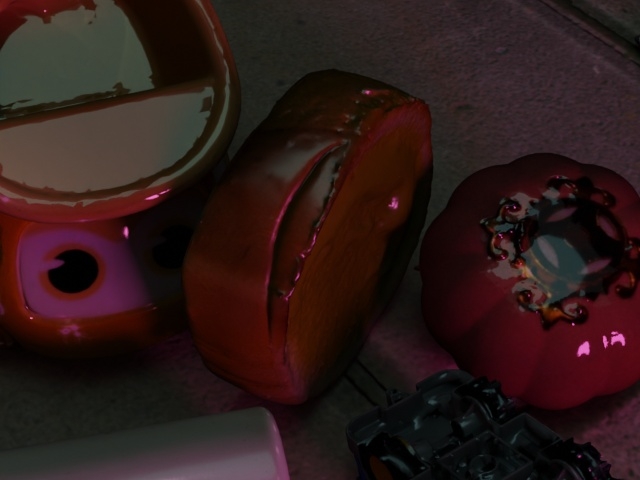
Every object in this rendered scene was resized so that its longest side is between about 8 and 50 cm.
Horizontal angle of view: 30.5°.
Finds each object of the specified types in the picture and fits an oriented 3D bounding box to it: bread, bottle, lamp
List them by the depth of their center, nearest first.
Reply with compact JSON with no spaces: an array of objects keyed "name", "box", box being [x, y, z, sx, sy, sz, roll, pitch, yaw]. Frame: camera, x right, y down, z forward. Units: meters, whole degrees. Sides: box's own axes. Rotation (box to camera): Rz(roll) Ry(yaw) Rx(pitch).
[{"name":"bottle","box":[-0.141,0.167,0.686,0.245,0.104,0.104,-8,47,-11]},{"name":"bread","box":[0.000,0.000,0.767,0.070,0.236,0.236,24,50,20]},{"name":"lamp","box":[0.155,0.030,0.813,0.182,0.140,0.182,1,64,-3]}]

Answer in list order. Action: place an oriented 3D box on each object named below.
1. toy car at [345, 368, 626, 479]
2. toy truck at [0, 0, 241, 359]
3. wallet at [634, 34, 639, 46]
[{"name":"toy car","box":[0.101,0.160,0.712,0.097,0.100,0.191,-26,32,-23]},{"name":"toy truck","box":[-0.164,-0.068,0.802,0.204,0.211,0.288,-14,76,-16]},{"name":"wallet","box":[0.475,-0.135,1.039,0.323,0.041,0.247,-9,46,-6]}]
